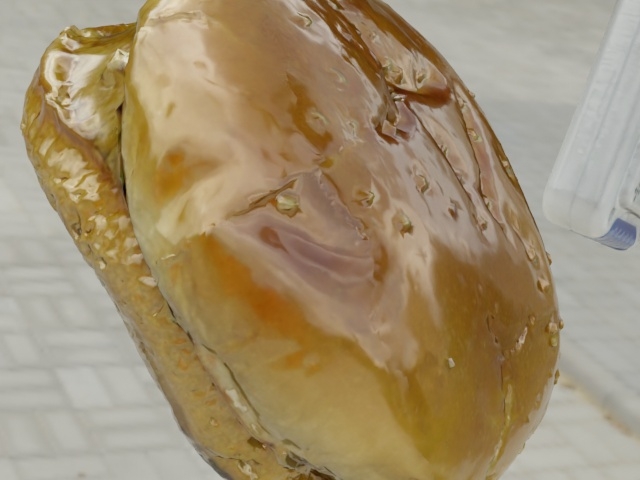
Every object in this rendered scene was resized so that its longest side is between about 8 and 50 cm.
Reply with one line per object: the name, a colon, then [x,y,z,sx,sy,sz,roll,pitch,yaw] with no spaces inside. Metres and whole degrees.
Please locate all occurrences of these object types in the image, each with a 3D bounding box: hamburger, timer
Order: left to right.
hamburger: [0.000,0.000,0.731,0.314,0.170,0.290,61,27,3]
timer: [0.274,-0.117,1.206,0.078,0.253,0.178,22,4,23]
